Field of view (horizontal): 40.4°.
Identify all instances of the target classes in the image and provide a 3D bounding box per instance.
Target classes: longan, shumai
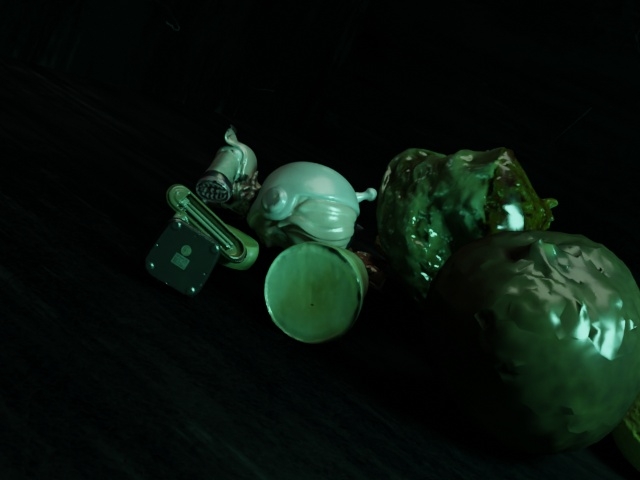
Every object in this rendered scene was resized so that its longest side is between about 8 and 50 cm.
[{"bbox_3d":[0.368,0.162,1.474,0.391,0.391,0.391,23,12,-5],"label":"longan"},{"bbox_3d":[0.324,-0.053,1.855,0.324,0.397,0.323,27,-34,-31],"label":"shumai"}]

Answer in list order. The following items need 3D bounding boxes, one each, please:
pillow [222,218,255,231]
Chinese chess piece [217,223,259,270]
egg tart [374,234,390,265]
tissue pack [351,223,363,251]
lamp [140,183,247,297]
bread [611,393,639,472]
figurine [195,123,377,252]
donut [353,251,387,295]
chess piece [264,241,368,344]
[{"bbox_3d":[-0.092,-0.082,2.107,0.250,0.106,0.186,-11,-1,18],"label":"pillow"},{"bbox_3d":[-0.199,0.009,1.809,0.144,0.058,0.144,25,12,-6],"label":"Chinese chess piece"},{"bbox_3d":[0.276,0.075,2.125,0.341,0.129,0.341,37,14,-11],"label":"egg tart"},{"bbox_3d":[0.027,0.001,2.129,0.051,0.112,0.156,35,16,35],"label":"tissue pack"},{"bbox_3d":[-0.225,0.023,1.607,0.203,0.124,0.283,34,10,-16],"label":"lamp"},{"bbox_3d":[0.707,0.368,1.631,0.320,0.237,0.320,31,-1,1],"label":"bread"},{"bbox_3d":[-0.081,-0.088,1.874,0.361,0.211,0.253,26,6,9],"label":"figurine"},{"bbox_3d":[0.106,0.070,2.105,0.117,0.065,0.166,23,11,-10],"label":"donut"},{"bbox_3d":[0.017,0.086,1.666,0.182,0.182,0.330,26,7,9],"label":"chess piece"}]
